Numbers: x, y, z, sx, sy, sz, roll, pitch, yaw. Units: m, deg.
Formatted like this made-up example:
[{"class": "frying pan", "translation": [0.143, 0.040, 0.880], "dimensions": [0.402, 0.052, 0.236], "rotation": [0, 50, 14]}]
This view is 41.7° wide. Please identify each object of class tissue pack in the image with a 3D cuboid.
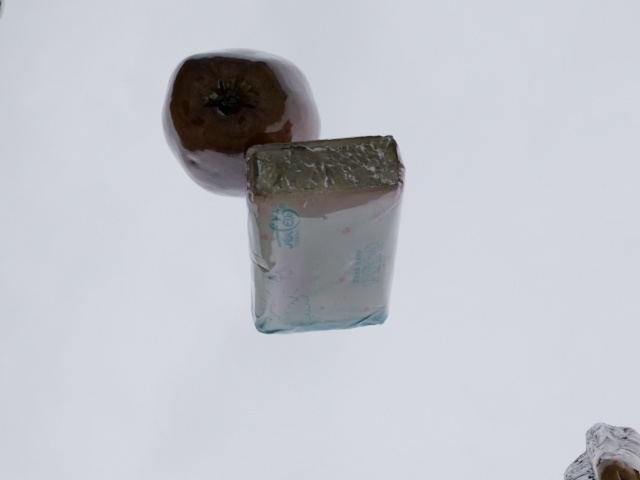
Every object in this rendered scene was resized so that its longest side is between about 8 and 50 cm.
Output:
[{"class": "tissue pack", "translation": [0.003, 0.000, 1.111], "dimensions": [0.201, 0.271, 0.124], "rotation": [-6, -135, -8]}]

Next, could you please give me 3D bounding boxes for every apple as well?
[{"class": "apple", "translation": [-0.108, -0.165, 1.163], "dimensions": [0.234, 0.234, 0.234], "rotation": [-7, -107, 24]}]

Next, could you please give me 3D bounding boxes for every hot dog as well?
[{"class": "hot dog", "translation": [0.165, 0.138, 0.479], "dimensions": [0.038, 0.144, 0.062], "rotation": [31, -85, 15]}]

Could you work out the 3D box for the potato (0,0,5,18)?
[{"class": "potato", "translation": [-0.427, -0.253, 0.793], "dimensions": [0.298, 0.176, 0.141], "rotation": [7, -92, 17]}]
